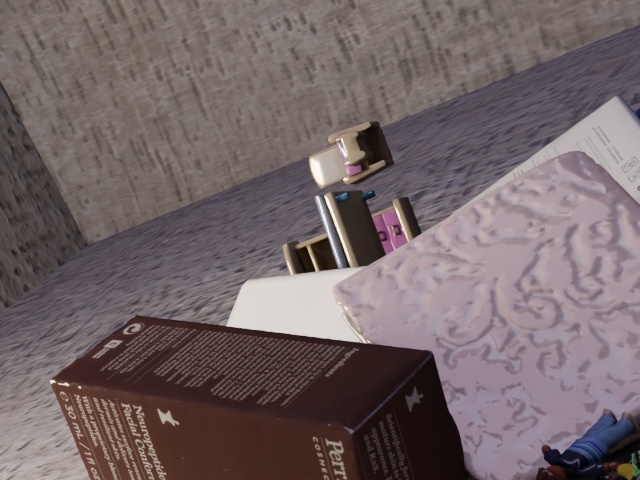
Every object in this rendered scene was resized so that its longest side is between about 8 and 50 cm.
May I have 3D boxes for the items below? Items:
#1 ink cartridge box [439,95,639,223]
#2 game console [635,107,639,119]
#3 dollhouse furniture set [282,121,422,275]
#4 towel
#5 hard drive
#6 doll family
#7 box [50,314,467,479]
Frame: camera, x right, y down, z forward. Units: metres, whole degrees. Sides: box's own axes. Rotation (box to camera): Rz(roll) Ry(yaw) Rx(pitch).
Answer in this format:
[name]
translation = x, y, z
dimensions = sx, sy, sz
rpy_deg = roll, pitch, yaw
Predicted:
[ink cartridge box]
translation = 0.265, 0.001, 1.655
dimensions = 0.330, 0.071, 0.324
rpy_deg = -37, 22, 13
[game console]
translation = 0.549, -0.148, 2.148
dimensions = 0.250, 0.173, 0.293
rpy_deg = -56, -7, 33
[dollhouse furniture set]
translation = 0.000, 0.000, 2.001
dimensions = 0.198, 0.286, 0.303
rpy_deg = -22, -3, 20
[towel]
translation = 0.218, 0.079, 1.412
dimensions = 0.317, 0.053, 0.332
rpy_deg = -30, 47, -7
[hard drive]
translation = -0.024, 0.147, 1.773
dimensions = 0.353, 0.047, 0.233
rpy_deg = -9, 55, 55
[doll family]
translation = 0.264, 0.190, 1.194
dimensions = 0.111, 0.076, 0.193
rpy_deg = -37, 13, -33
[box]
translation = -0.058, 0.196, 1.353
dimensions = 0.381, 0.191, 0.143
rpy_deg = 2, 29, 38
